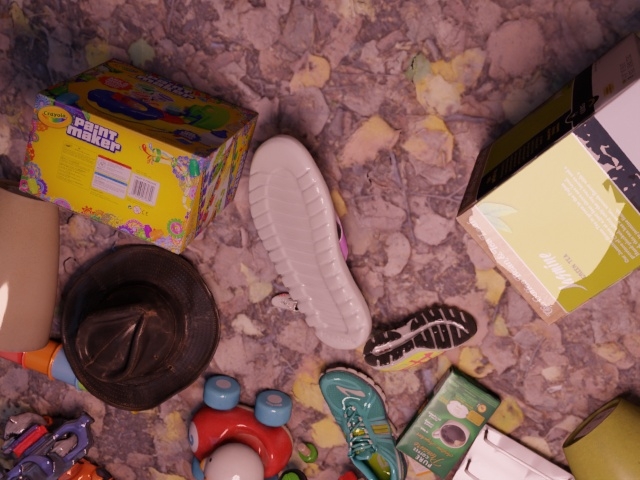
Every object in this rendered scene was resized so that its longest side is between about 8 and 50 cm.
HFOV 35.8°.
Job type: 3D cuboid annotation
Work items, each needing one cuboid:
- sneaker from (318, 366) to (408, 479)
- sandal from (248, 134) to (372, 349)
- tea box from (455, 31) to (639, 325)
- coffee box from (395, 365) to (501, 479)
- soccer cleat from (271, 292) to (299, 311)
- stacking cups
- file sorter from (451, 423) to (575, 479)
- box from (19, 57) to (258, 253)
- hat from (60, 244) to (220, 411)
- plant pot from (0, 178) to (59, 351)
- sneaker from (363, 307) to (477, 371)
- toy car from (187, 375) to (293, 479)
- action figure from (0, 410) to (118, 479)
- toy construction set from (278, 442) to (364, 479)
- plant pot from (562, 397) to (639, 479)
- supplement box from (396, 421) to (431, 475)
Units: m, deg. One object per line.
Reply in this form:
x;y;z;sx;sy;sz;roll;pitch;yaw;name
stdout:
0.085;0.358;1.859;0.107;0.110;0.275;-27;101;23;sneaker
-0.013;0.000;1.757;0.169;0.102;0.416;-3;115;33;sandal
0.404;-0.101;1.474;0.323;0.329;0.220;-38;98;25;tea box
0.233;0.334;1.821;0.113;0.040;0.184;33;100;-4;coffee box
-0.053;0.117;1.842;0.083;0.035;0.029;5;112;13;soccer cleat
-0.494;0.254;1.994;0.316;0.096;0.096;17;114;13;stacking cups
0.305;0.502;1.758;0.192;0.173;0.278;30;92;11;file sorter
-0.297;-0.151;1.669;0.290;0.279;0.177;21;115;5;box
-0.361;0.168;1.842;0.331;0.134;0.331;0;92;14;hat
-0.593;0.033;1.860;0.256;0.256;0.274;22;98;6;plant pot
0.182;0.185;1.792;0.208;0.081;0.094;-17;151;5;sneaker
-0.176;0.418;1.881;0.210;0.238;0.219;15;113;9;toy car
-0.568;0.507;2.062;0.341;0.178;0.330;-32;96;-2;action figure
0.047;0.594;1.920;0.308;0.237;0.257;25;72;26;toy construction set
0.564;0.424;1.698;0.293;0.275;0.275;49;115;9;plant pot
0.193;0.391;1.883;0.062;0.036;0.098;-21;103;20;supplement box
